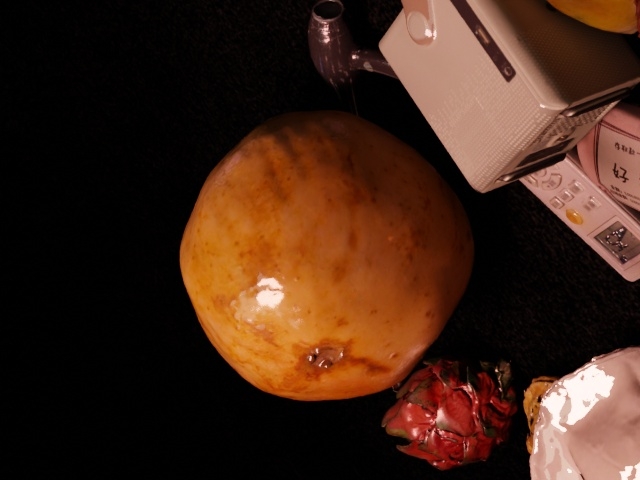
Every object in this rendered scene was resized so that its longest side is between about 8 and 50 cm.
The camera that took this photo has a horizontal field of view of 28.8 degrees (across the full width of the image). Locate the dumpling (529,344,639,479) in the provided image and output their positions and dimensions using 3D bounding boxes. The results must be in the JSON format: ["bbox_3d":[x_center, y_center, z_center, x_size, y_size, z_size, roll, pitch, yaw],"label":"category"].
[{"bbox_3d":[0.434,0.255,1.497,0.341,0.181,0.260,18,118,50],"label":"dumpling"}]

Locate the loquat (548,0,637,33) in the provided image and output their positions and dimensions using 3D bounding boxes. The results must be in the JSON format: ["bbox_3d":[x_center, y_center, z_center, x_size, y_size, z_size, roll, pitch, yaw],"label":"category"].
[{"bbox_3d":[0.250,-0.278,1.145,0.195,0.152,0.152,52,153,-22],"label":"loquat"}]

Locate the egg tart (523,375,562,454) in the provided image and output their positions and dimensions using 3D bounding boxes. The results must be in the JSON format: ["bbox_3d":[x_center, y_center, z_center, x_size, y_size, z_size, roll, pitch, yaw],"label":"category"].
[{"bbox_3d":[0.362,0.289,1.709,0.241,0.106,0.241,37,154,22],"label":"egg tart"}]

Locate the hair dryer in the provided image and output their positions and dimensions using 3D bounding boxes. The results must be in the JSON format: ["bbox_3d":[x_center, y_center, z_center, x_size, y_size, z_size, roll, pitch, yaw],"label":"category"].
[{"bbox_3d":[0.088,-0.201,1.564,0.219,0.075,0.195,23,152,28],"label":"hair dryer"}]

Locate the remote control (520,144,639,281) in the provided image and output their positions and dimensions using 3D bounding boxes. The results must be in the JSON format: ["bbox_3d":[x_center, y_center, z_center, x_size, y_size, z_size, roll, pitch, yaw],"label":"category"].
[{"bbox_3d":[0.277,-0.085,1.433,0.313,0.055,0.109,44,160,2],"label":"remote control"}]

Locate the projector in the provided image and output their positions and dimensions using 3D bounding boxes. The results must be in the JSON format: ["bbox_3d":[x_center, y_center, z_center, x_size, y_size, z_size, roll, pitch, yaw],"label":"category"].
[{"bbox_3d":[0.184,-0.196,1.272,0.242,0.163,0.177,58,145,12],"label":"projector"}]

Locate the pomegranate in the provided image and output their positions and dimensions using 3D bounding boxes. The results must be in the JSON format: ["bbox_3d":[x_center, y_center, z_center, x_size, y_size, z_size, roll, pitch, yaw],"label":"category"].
[{"bbox_3d":[0.000,0.000,1.632,0.410,0.410,0.410,35,149,25],"label":"pomegranate"}]

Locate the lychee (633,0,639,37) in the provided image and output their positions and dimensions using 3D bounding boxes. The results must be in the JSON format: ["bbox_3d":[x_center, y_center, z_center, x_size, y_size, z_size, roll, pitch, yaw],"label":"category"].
[{"bbox_3d":[0.359,-0.201,1.045,0.194,0.194,0.194,35,149,25],"label":"lychee"}]

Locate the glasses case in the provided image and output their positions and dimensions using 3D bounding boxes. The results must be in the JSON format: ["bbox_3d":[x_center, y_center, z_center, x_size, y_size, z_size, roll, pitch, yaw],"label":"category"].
[{"bbox_3d":[0.395,-0.062,1.259,0.314,0.075,0.122,26,140,39],"label":"glasses case"}]

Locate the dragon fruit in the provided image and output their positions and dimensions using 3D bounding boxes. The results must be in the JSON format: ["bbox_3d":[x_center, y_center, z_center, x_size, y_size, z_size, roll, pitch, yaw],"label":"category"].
[{"bbox_3d":[0.196,0.249,1.827,0.182,0.182,0.188,54,162,-7],"label":"dragon fruit"}]
